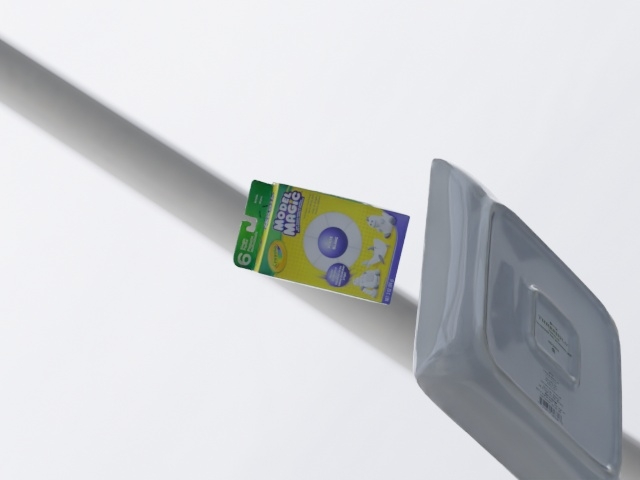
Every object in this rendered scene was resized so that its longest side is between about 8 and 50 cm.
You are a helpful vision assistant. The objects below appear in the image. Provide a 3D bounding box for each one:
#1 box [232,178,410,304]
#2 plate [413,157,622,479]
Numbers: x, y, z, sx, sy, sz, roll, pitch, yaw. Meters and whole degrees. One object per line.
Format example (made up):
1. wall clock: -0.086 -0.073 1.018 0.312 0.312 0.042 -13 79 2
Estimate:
1. box: 0.000 0.000 1.887 0.043 0.179 0.105 -174 97 -78
2. plate: 0.187 0.092 1.492 0.045 0.277 0.278 -28 33 30
